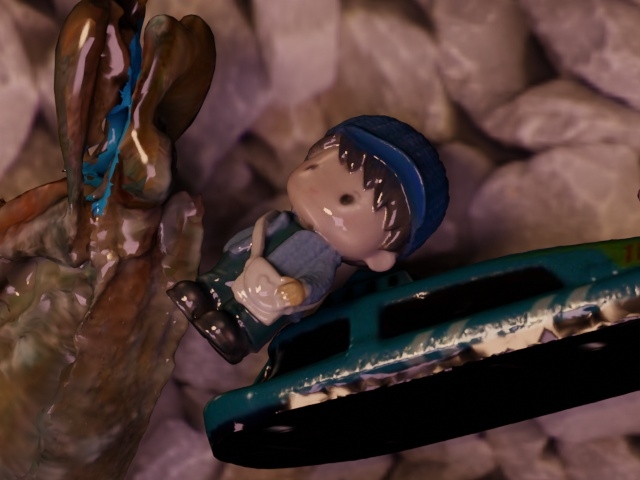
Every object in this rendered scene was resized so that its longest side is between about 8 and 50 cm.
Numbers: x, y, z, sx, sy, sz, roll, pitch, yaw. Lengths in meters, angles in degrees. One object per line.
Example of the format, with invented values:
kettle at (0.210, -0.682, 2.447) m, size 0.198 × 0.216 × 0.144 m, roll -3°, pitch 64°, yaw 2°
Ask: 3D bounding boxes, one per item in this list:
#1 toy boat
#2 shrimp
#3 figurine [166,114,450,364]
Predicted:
toy boat at (0.078, 0.039, 0.948) m, size 0.299 × 0.134 × 0.092 m, roll -16°, pitch 72°, yaw 17°
shrimp at (-0.181, 0.051, 0.996) m, size 0.221 × 0.110 × 0.445 m, roll 35°, pitch 117°, yaw 3°
figurine at (0.000, 0.000, 0.921) m, size 0.149 × 0.086 × 0.087 m, roll -44°, pitch 140°, yaw -7°
